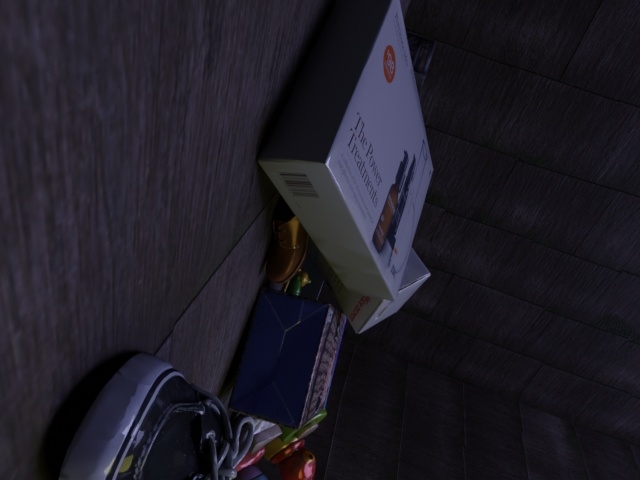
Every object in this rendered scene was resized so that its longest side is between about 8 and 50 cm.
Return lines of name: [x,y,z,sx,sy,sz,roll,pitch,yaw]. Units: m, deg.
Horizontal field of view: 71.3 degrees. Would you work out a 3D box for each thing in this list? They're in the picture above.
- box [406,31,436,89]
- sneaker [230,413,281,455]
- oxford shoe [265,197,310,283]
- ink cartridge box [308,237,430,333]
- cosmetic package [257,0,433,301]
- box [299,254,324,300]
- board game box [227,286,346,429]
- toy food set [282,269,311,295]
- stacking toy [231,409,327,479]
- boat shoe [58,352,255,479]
box: [0.271,-0.607,1.474,0.056,0.183,0.231,106,4,-53]
sneaker: [-0.132,0.488,1.203,0.114,0.152,0.305,-34,-176,40]
oxford shoe: [-0.057,-0.017,0.742,0.076,0.076,0.212,-10,128,-51]
ink cartridge box: [0.073,0.023,0.948,0.121,0.289,0.211,-23,158,-22]
cosmetic package: [0.074,-0.113,0.677,0.377,0.097,0.284,56,47,-54]
box: [-0.034,0.126,1.487,0.184,0.103,0.261,109,2,-81]
board game box: [-0.052,0.241,0.945,0.291,0.141,0.232,53,51,-74]
toy food set: [-0.080,0.177,1.291,0.128,0.071,0.218,96,14,-76]
stacking toy: [-0.096,0.534,1.063,0.309,0.130,0.279,-6,142,-47]
boat shoe: [-0.121,0.188,0.390,0.306,0.105,0.113,105,5,-56]
